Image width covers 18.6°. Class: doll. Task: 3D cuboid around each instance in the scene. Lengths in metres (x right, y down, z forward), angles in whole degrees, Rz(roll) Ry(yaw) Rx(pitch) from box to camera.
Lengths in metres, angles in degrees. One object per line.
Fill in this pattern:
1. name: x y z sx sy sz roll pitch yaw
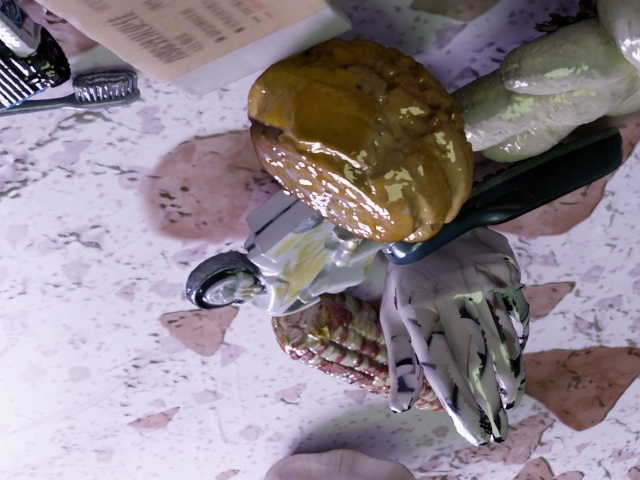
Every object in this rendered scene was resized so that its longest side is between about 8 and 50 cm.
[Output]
1. doll: 0.209 -0.145 1.504 0.278 0.175 0.149 -27 102 29

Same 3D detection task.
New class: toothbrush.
1. toothbrush: -0.296 -0.099 1.470 0.321 0.023 0.031 -8 134 -8

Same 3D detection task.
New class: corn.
1. corn: 0.049 0.104 1.781 0.079 0.079 0.237 -34 140 24

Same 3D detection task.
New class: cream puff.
1. cream puff: 0.036 -0.082 1.474 0.129 0.189 0.189 -51 141 -13

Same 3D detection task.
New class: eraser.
1. eraser: -0.093 -0.188 1.283 0.144 0.078 0.343 -23 164 11

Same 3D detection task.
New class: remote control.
1. remote control: 0.152 -0.037 1.613 0.222 0.042 0.072 -25 174 -11

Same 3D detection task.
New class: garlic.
1. garlic: 0.024 0.298 1.980 0.199 0.199 0.226 -18 176 6

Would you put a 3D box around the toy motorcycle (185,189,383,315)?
1. toy motorcycle: 0.000 0.000 1.636 0.229 0.074 0.151 -36 146 13

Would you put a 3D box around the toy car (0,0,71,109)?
1. toy car: -0.252 -0.156 1.374 0.080 0.070 0.170 -25 142 15

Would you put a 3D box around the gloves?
1. gloves: 0.114 0.070 1.642 0.128 0.212 0.111 -6 141 -9
